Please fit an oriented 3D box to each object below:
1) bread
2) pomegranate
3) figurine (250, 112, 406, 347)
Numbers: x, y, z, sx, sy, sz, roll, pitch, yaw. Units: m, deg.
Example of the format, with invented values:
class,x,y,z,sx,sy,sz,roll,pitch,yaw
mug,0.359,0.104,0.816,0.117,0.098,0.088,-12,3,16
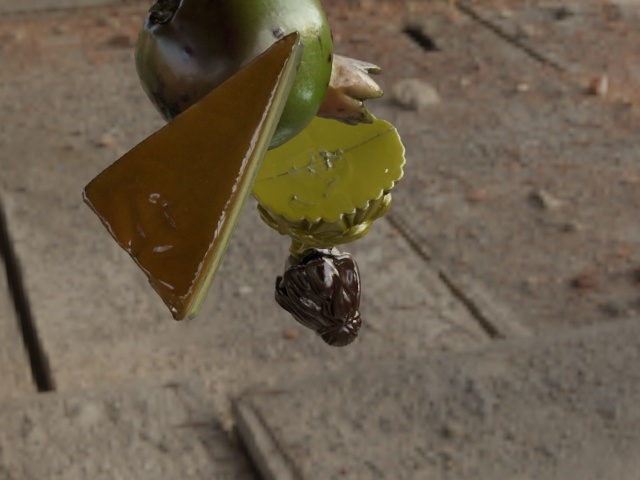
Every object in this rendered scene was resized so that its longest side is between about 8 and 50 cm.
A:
class,x,y,z,sx,sy,sz,roll,pitch,yaw
bread,-0.041,-0.033,0.754,0.139,0.084,0.074,-38,-3,-1
pomegranate,-0.047,-0.137,1.134,0.205,0.159,0.159,17,14,-30
figurine,-0.003,-0.003,1.822,0.168,0.315,0.187,32,59,17
